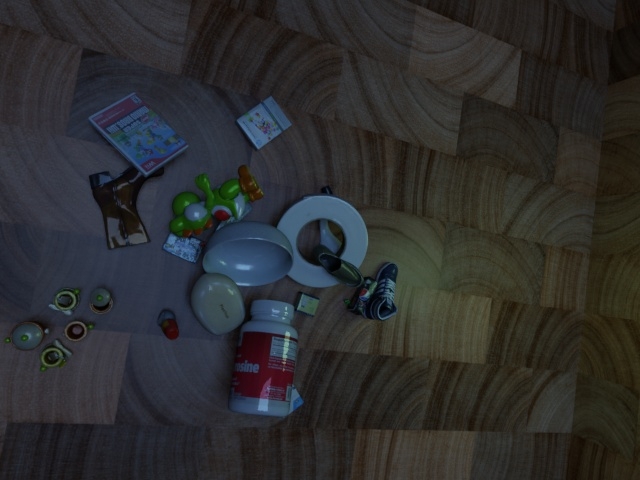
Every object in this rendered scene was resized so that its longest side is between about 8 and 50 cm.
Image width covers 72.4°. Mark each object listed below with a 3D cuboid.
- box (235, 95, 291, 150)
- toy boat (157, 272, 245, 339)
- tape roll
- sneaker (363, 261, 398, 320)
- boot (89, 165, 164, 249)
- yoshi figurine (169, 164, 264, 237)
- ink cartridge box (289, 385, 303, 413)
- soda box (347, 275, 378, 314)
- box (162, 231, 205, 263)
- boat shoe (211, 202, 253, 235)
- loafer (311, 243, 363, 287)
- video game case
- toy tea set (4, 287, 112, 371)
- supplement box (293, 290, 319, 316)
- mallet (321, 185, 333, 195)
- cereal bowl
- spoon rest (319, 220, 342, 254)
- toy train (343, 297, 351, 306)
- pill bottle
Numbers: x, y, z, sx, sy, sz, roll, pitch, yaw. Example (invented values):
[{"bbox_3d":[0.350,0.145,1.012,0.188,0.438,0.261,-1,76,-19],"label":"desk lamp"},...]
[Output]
[{"bbox_3d":[-0.234,-0.482,1.800,0.186,0.038,0.145,-40,102,-16],"label":"box"},{"bbox_3d":[-0.452,0.257,1.646,0.318,0.148,0.268,-25,120,-21],"label":"toy boat"},{"bbox_3d":[0.000,0.000,1.792,0.391,0.072,0.393,-1,105,-5],"label":"tape roll"},{"bbox_3d":[0.296,0.228,1.929,0.099,0.153,0.282,32,78,-18],"label":"sneaker"},{"bbox_3d":[-0.673,-0.126,1.595,0.263,0.096,0.281,-17,97,-24],"label":"boot"},{"bbox_3d":[-0.410,-0.158,1.629,0.362,0.203,0.204,-30,112,-2],"label":"yoshi figurine"},{"bbox_3d":[-0.161,0.617,1.795,0.104,0.060,0.180,-31,100,-18],"label":"ink cartridge box"},{"bbox_3d":[0.187,0.243,1.927,0.053,0.060,0.169,34,70,-16],"label":"soda box"},{"bbox_3d":[-0.526,0.020,1.683,0.136,0.027,0.094,27,79,-18],"label":"box"},{"bbox_3d":[-0.349,-0.065,1.725,0.081,0.079,0.228,38,73,-12],"label":"boat shoe"},{"bbox_3d":[0.070,0.116,1.749,0.251,0.087,0.094,35,100,-14],"label":"loafer"},{"bbox_3d":[-0.654,-0.387,1.583,0.285,0.025,0.204,45,59,-1],"label":"video game case"},{"bbox_3d":[-0.877,0.280,1.490,0.200,0.124,0.336,44,75,-15],"label":"toy tea set"},{"bbox_3d":[-0.061,0.269,1.842,0.083,0.056,0.083,22,81,-19],"label":"supplement box"},{"bbox_3d":[-0.028,-0.166,1.878,0.189,0.039,0.062,-33,97,-14],"label":"mallet"},{"bbox_3d":[-0.272,0.034,1.650,0.338,0.339,0.141,8,53,-21],"label":"cereal bowl"},{"bbox_3d":[0.046,0.013,1.889,0.137,0.084,0.277,-18,109,-19],"label":"spoon rest"},{"bbox_3d":[0.135,0.288,1.940,0.083,0.017,0.024,47,64,-14],"label":"toy train"},{"bbox_3d":[-0.208,0.444,1.662,0.228,0.229,0.408,14,67,-20],"label":"pill bottle"}]
